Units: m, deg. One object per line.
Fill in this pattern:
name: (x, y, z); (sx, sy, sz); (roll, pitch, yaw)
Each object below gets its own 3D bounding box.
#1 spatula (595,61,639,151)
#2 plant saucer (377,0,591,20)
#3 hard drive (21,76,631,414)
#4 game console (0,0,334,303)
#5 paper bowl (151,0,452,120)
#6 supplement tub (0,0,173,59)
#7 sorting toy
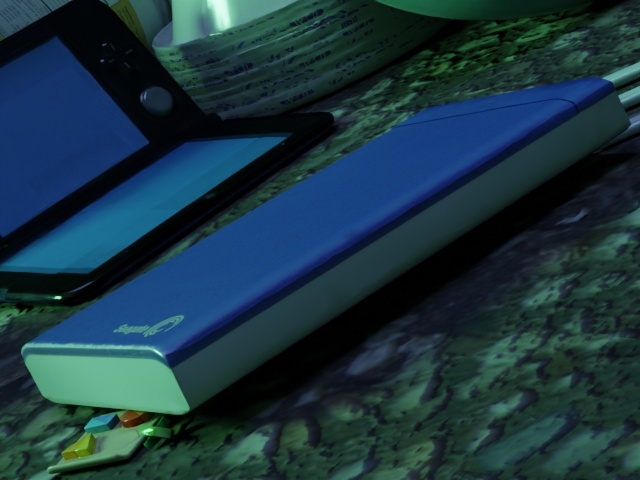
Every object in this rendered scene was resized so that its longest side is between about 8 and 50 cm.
spatula: (0.262, -0.121, 1.185); (0.242, 0.019, 0.168); (-23, 16, 10)
plant saucer: (0.134, -0.258, 1.587); (0.318, 0.043, 0.317); (-2, 35, 1)
hard drive: (0.000, 0.000, 1.126); (0.319, 0.040, 0.210); (-32, 13, -26)
game console: (-0.186, -0.082, 1.516); (0.293, 0.250, 0.173); (-36, -8, -35)
paper bowl: (-0.020, -0.224, 1.752); (0.284, 0.148, 0.284); (-23, 15, 6)
supplement tub: (-0.289, -0.167, 1.834); (0.228, 0.228, 0.316); (-11, 21, 44)
sorting toy: (-0.103, 0.101, 1.040); (0.083, 0.012, 0.062); (-15, 18, 36)
